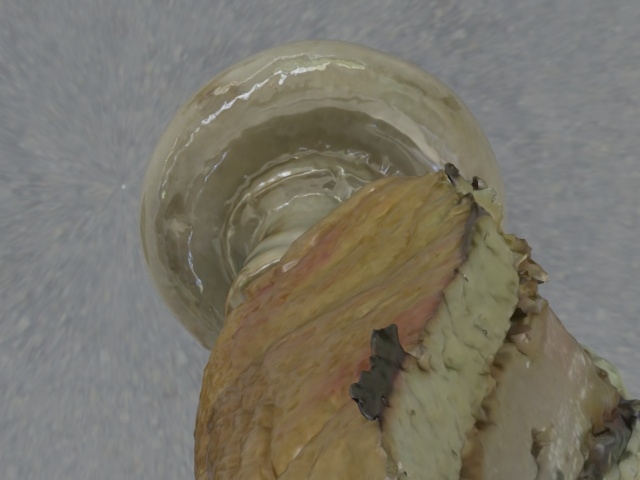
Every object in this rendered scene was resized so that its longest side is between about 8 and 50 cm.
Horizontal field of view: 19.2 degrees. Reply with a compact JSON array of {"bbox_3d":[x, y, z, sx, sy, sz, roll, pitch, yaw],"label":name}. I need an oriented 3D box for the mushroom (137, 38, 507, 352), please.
[{"bbox_3d":[-0.004,-0.015,1.046,0.206,0.209,0.206,-2,83,15],"label":"mushroom"}]

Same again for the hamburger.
[{"bbox_3d":[0.033,0.077,0.664,0.155,0.245,0.282,50,48,-13],"label":"hamburger"}]
